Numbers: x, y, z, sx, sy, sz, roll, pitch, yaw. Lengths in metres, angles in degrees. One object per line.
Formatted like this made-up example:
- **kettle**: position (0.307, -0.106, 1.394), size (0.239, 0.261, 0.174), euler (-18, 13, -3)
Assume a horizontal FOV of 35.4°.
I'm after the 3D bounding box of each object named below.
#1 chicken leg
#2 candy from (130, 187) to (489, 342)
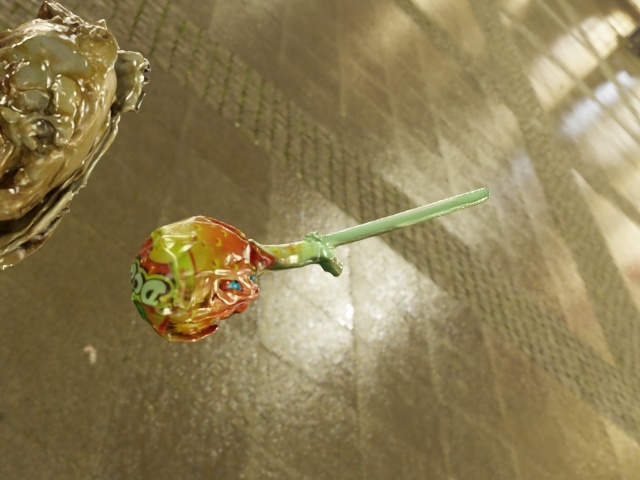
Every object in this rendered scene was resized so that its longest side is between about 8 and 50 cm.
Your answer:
- **chicken leg**: position (-0.165, -0.043, 0.485), size (0.080, 0.196, 0.125), euler (43, 32, -32)
- **candy**: position (0.000, 0.000, 0.514), size (0.201, 0.060, 0.060), euler (-15, 55, -19)
